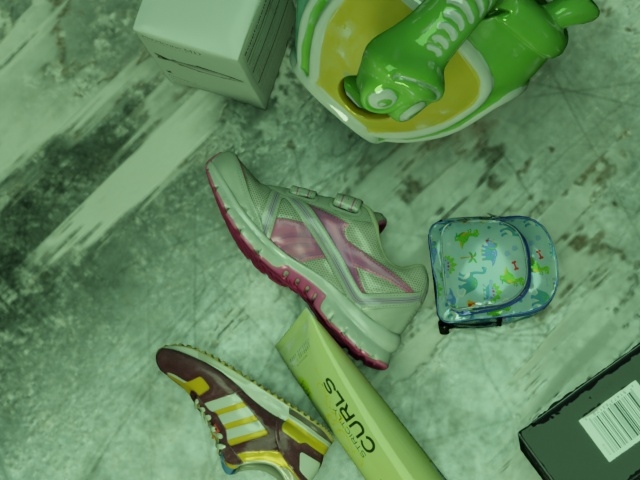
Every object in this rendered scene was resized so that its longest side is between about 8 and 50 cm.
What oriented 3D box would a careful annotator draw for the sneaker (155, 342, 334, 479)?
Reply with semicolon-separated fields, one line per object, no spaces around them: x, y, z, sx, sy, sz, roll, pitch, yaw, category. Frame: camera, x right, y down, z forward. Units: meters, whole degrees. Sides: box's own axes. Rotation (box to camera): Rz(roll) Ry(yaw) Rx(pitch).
-0.083;0.165;1.715;0.185;0.069;0.084;29;79;11;sneaker

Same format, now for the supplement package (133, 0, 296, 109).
-0.093;-0.202;1.727;0.105;0.179;0.105;18;82;10;supplement package

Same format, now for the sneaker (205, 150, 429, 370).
0.000;0.000;1.728;0.252;0.103;0.111;44;82;5;sneaker

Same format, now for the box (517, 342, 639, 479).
0.260;0.165;1.632;0.156;0.158;0.093;-35;77;-1;box

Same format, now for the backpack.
0.159;0.027;1.707;0.114;0.084;0.105;-6;81;2;backpack

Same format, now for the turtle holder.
0.099;-0.189;1.652;0.227;0.243;0.320;-45;40;13;turtle holder

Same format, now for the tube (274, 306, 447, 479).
0.042;0.174;1.699;0.070;0.062;0.240;-39;81;17;tube
